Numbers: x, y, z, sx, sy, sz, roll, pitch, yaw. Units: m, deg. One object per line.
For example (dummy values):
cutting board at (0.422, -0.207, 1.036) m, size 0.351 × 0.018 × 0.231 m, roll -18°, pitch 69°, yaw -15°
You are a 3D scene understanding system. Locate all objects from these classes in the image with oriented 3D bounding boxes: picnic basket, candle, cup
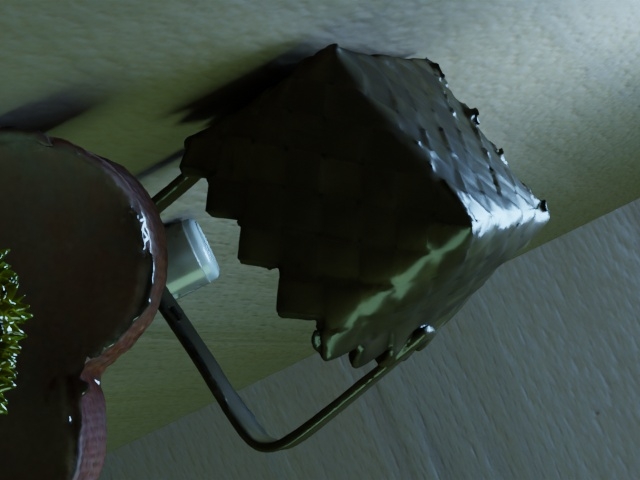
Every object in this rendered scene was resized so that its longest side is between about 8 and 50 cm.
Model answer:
picnic basket at (0.000, 0.000, 1.698) m, size 0.321 × 0.254 × 0.291 m, roll -39°, pitch 167°, yaw 19°
candle at (-0.270, 0.069, 1.467) m, size 0.287 × 0.316 × 0.131 m, roll 16°, pitch 177°, yaw 5°
cup at (-0.158, 0.029, 2.036) m, size 0.099 × 0.074 × 0.102 m, roll -25°, pitch 171°, yaw 0°

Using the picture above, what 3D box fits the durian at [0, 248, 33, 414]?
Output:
durian at (-0.312, 0.051, 1.316) m, size 0.200 × 0.237 × 0.176 m, roll -64°, pitch -169°, yaw -9°
